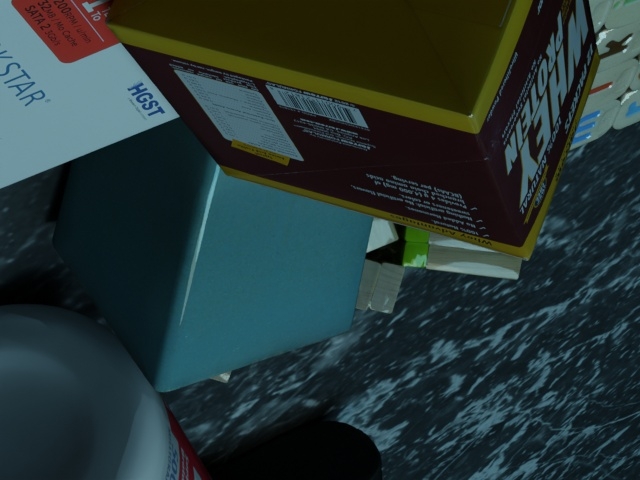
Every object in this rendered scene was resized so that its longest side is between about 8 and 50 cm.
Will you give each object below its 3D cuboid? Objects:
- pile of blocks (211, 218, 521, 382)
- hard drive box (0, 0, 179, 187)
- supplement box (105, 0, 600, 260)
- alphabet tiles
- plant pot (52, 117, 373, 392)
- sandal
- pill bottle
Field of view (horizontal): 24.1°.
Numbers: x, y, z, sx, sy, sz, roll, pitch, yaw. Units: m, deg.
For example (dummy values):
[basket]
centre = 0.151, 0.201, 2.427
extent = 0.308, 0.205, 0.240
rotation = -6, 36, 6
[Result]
[pile of blocks]
centre = 0.000, 0.000, 1.258
extent = 0.362, 0.149, 0.112
rotation = -19, -166, -10
[hard drive box]
centre = -0.206, -0.101, 0.782
extent = 0.232, 0.089, 0.181
rotation = -22, 154, 7
[supplement box]
centre = 0.028, -0.102, 0.777
extent = 0.194, 0.191, 0.129
rotation = 54, 55, -65
[alphabet tiles]
centre = 0.291, -0.191, 1.334
extent = 0.278, 0.021, 0.284
rotation = -23, 152, -22
[plant pot]
centre = -0.063, -0.054, 1.013
extent = 0.165, 0.165, 0.234
rotation = -17, 139, -32
[sandal]
centre = -0.136, 0.287, 1.534
extent = 0.445, 0.167, 0.107
rotation = -28, 129, -28
[pill bottle]
centre = -0.202, 0.232, 1.242
extent = 0.229, 0.229, 0.408
rotation = -31, 154, -8
